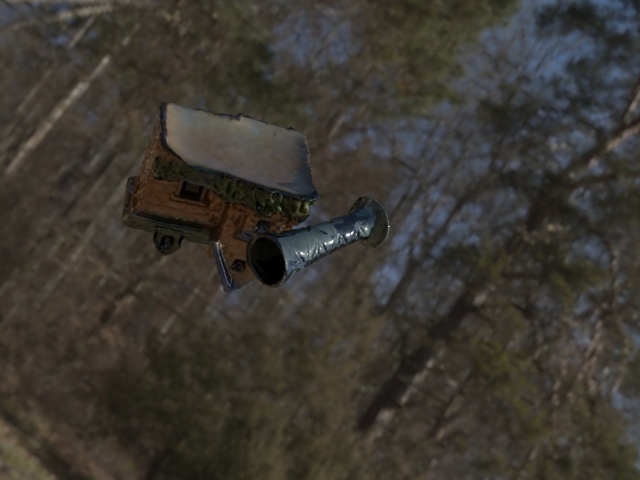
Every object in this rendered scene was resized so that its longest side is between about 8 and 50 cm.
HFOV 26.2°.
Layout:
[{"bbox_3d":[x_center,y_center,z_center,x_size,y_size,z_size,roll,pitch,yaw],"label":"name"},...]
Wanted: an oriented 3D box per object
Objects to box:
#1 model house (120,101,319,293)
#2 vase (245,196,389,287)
[{"bbox_3d":[-0.119,-0.038,1.522,0.183,0.166,0.172,17,-60,-15],"label":"model house"},{"bbox_3d":[0.000,0.000,1.450,0.059,0.167,0.059,18,-63,39],"label":"vase"}]
